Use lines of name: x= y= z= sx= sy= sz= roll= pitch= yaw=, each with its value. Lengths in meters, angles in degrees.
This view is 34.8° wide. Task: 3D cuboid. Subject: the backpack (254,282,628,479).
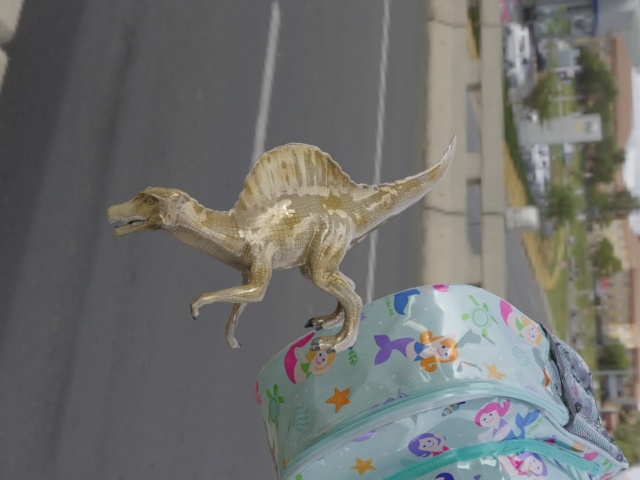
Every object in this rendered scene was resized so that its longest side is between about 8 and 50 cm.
backpack: x=0.082 y=0.149 z=0.739 sx=0.253 sy=0.225 sz=0.191 roll=41 pitch=29 yaw=-42

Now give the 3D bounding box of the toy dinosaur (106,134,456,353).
toy dinosaur: x=0.000 y=0.000 z=0.466 sx=0.053 sy=0.183 sz=0.092 roll=19 pitch=-64 yaw=63
